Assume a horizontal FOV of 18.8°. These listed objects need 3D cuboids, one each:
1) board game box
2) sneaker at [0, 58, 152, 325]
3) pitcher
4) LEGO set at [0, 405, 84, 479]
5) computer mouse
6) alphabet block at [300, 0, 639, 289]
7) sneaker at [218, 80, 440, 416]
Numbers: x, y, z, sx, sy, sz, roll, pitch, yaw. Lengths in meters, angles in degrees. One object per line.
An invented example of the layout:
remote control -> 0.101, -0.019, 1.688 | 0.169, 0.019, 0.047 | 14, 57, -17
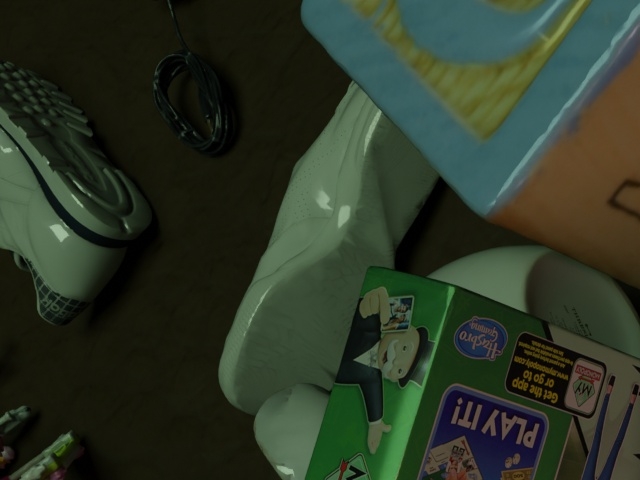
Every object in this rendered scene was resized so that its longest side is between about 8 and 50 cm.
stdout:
board game box -> 0.105, 0.154, 0.759 | 0.046, 0.317, 0.214 | 12, 83, 46
sneaker -> -0.203, -0.045, 1.323 | 0.095, 0.090, 0.235 | -60, 41, 23
pitcher -> 0.075, 0.110, 0.967 | 0.207, 0.125, 0.178 | -38, 71, 42
LEGO set -> -0.228, 0.117, 1.269 | 0.107, 0.132, 0.287 | -36, 26, 9
computer mouse -> -0.090, -0.161, 1.293 | 0.071, 0.041, 0.242 | -29, 62, 33
alphabet block -> 0.145, -0.105, 0.911 | 0.193, 0.197, 0.192 | -53, 44, 16
sneaker -> 0.000, 0.000, 1.116 | 0.212, 0.080, 0.094 | -60, 31, -1
